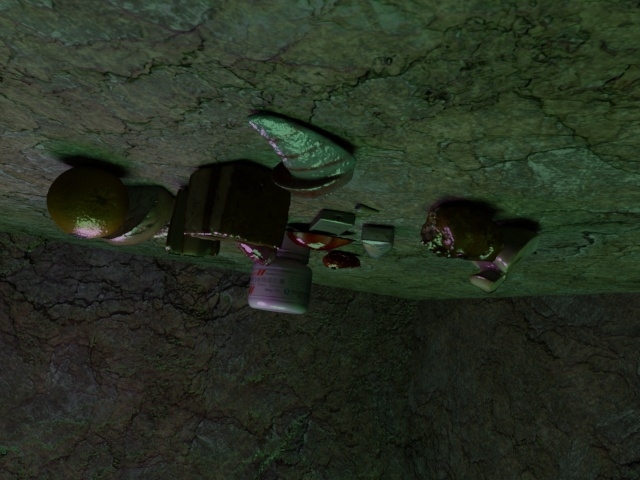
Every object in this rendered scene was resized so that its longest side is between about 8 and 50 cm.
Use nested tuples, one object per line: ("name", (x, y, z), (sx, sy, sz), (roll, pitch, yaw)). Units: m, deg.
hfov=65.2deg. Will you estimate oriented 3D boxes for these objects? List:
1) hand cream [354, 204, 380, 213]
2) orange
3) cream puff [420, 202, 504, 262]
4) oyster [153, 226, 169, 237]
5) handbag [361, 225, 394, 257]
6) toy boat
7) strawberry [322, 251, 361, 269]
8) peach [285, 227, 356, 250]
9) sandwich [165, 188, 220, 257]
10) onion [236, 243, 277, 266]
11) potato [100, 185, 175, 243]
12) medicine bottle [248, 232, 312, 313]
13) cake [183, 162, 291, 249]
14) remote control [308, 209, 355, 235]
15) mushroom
("hand cream", (0.142, -0.093, 1.545), (0.035, 0.022, 0.102), (-4, 170, 43))
("orange", (-0.669, -0.111, 1.450), (0.236, 0.236, 0.236), (7, 169, 1))
("cream puff", (0.397, -0.022, 1.430), (0.241, 0.155, 0.269), (7, 177, 30))
("oyster", (-0.651, -0.034, 2.224), (0.200, 0.061, 0.106), (0, 168, 32))
("handbag", (0.208, 0.005, 1.814), (0.117, 0.095, 0.173), (8, 167, 11))
("toy boat", (-0.043, -0.190, 1.058), (0.206, 0.096, 0.282), (-5, 153, 23))
("strawberry", (0.101, 0.090, 2.385), (0.188, 0.082, 0.121), (0, -169, -14))
("peach", (-0.002, 0.003, 1.939), (0.279, 0.068, 0.189), (10, -176, -1))
("sandwich", (-0.388, -0.058, 1.569), (0.155, 0.198, 0.227), (7, -177, -8))
("onion", (-0.239, -0.012, 1.883), (0.230, 0.163, 0.230), (48, 175, 6))
("potato", (-0.576, -0.061, 1.701), (0.211, 0.189, 0.264), (3, 169, 18))
("medicine bottle", (-0.159, 0.133, 2.092), (0.256, 0.325, 0.256), (7, 170, 1))
("cake", (-0.244, -0.090, 1.370), (0.293, 0.199, 0.196), (3, 174, 41))
("remote control", (0.034, -0.058, 1.760), (0.123, 0.038, 0.285), (10, 171, -7))
("mushroom", (0.542, 0.020, 1.535), (0.162, 0.236, 0.173), (40, 160, 30))
